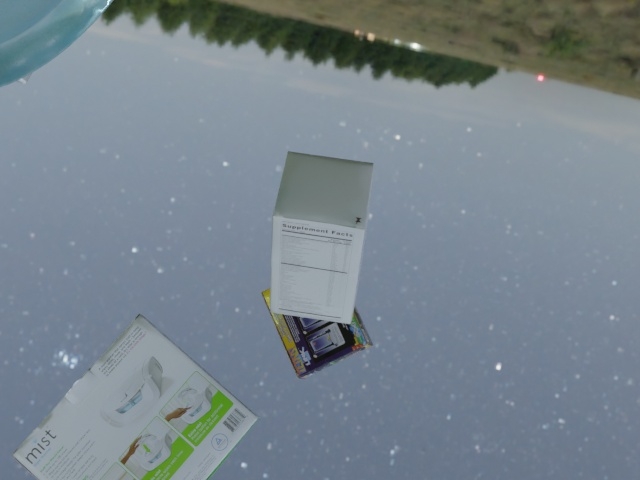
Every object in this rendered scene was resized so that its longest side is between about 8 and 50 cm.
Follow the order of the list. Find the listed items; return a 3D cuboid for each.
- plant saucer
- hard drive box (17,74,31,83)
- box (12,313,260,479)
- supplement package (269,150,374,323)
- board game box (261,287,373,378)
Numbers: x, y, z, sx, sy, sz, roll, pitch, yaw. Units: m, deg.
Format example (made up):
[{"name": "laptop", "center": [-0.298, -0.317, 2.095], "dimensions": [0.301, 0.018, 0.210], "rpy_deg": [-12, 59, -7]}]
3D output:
[{"name": "plant saucer", "center": [-0.269, -0.276, 0.817], "dimensions": [0.043, 0.317, 0.317], "rpy_deg": [41, -162, 4]}, {"name": "hard drive box", "center": [-0.461, -0.297, 1.027], "dimensions": [0.181, 0.089, 0.232], "rpy_deg": [20, 168, 45]}, {"name": "box", "center": [-0.257, 0.280, 1.233], "dimensions": [0.231, 0.262, 0.127], "rpy_deg": [39, 170, 6]}, {"name": "supplement package", "center": [0.000, 0.000, 1.321], "dimensions": [0.139, 0.244, 0.134], "rpy_deg": [9, -129, 2]}, {"name": "board game box", "center": [-0.007, 0.138, 1.517], "dimensions": [0.141, 0.170, 0.048], "rpy_deg": [-27, 165, 12]}]
